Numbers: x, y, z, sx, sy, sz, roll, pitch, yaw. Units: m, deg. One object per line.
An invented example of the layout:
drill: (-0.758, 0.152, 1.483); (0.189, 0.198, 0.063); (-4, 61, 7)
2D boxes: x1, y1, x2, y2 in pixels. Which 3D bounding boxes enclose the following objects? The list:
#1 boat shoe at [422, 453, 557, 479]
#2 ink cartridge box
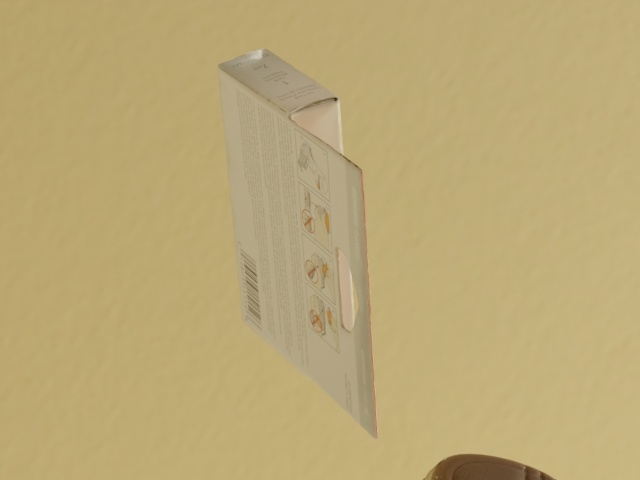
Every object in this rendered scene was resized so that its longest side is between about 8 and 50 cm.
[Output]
boat shoe: (0.177, 0.276, 1.481); (0.342, 0.123, 0.123); (31, -140, -34)
ink cartridge box: (0.000, 0.000, 1.686); (0.239, 0.060, 0.275); (37, 140, 47)
